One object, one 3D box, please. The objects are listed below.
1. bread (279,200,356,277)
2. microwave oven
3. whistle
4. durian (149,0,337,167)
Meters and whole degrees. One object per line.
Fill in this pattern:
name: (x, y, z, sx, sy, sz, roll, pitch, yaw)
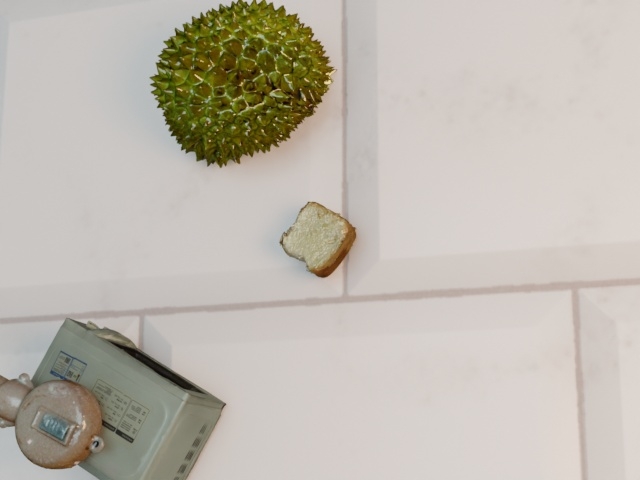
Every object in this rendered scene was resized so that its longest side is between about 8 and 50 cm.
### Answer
bread: (0.002, 0.001, 1.457, 0.076, 0.070, 0.083, 34, 91, 24)
microwave oven: (-0.252, 0.214, 1.466, 0.208, 0.122, 0.162, 28, 87, 24)
whistle: (-0.349, 0.204, 1.406, 0.220, 0.057, 0.107, 23, 85, 25)
durian: (-0.101, -0.207, 1.496, 0.236, 0.176, 0.200, -30, 89, -1)
